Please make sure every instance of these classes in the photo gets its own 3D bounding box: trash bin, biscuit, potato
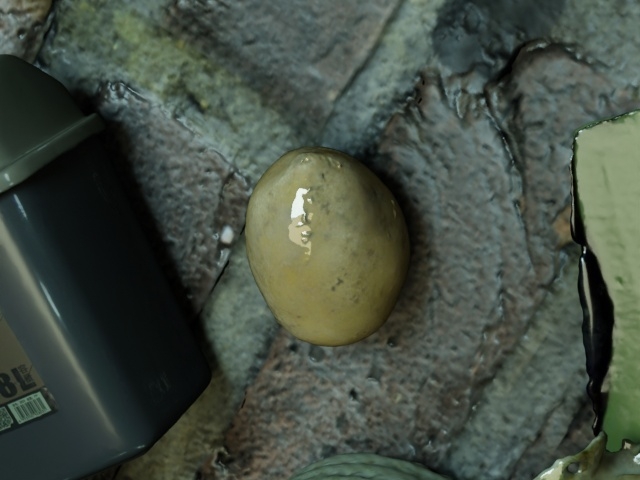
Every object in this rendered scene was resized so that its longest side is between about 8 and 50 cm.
[{"bbox_3d":[-0.225,0.028,1.182,0.209,0.182,0.290,-23,101,26],"label":"trash bin"},{"bbox_3d":[0.223,0.070,1.078,0.099,0.038,0.322,-5,103,20],"label":"biscuit"},{"bbox_3d":[0.000,0.003,1.120,0.112,0.112,0.147,-1,112,23],"label":"potato"}]

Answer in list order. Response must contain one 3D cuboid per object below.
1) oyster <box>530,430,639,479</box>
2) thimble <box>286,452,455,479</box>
[{"bbox_3d":[0.220,0.236,1.032,0.351,0.115,0.237,-21,98,-7],"label":"oyster"},{"bbox_3d":[0.035,0.257,1.151,0.219,0.150,0.219,7,109,21],"label":"thimble"}]
